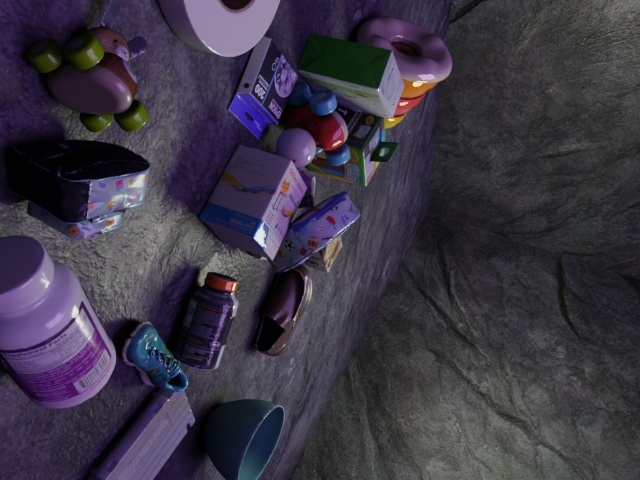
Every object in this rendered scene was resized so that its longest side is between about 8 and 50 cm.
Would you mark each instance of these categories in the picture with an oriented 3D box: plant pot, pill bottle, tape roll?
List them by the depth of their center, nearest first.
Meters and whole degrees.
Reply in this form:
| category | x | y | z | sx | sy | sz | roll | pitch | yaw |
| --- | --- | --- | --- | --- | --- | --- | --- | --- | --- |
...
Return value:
| category | x | y | z | sx | sy | sz | roll | pitch | yaw |
| --- | --- | --- | --- | --- | --- | --- | --- | --- | --- |
| pill bottle | -0.466 | 0.138 | 0.930 | 0.169 | 0.169 | 0.302 | -55 | 154 | -37 |
| tape roll | -0.188 | -0.576 | 1.133 | 0.392 | 0.072 | 0.392 | -53 | 154 | -41 |
| pill bottle | -0.298 | 0.210 | 1.497 | 0.130 | 0.130 | 0.246 | 10 | 99 | -70 |
| plant pot | -0.276 | 0.652 | 1.876 | 0.290 | 0.195 | 0.290 | -52 | 154 | -40 |

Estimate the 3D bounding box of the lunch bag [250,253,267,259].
| category | x | y | z | sx | sy | sz | roll | pitch | yaw |
| --- | --- | --- | --- | --- | --- | --- | --- | --- | --- |
| lunch bag | -0.176 | 0.025 | 1.763 | 0.083 | 0.053 | 0.071 | 9 | 98 | -60 |

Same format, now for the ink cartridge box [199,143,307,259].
| category | x | y | z | sx | sy | sz | roll | pitch | yaw |
| --- | --- | --- | --- | --- | --- | --- | --- | --- | --- |
| ink cartridge box | -0.171 | -0.101 | 1.482 | 0.233 | 0.168 | 0.171 | -65 | 159 | -16 |

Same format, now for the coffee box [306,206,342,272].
| category | x | y | z | sx | sy | sz | roll | pitch | yaw |
| --- | --- | --- | --- | --- | --- | --- | --- | --- | --- |
| coffee box | 0.000 | 0.000 | 2.134 | 0.141 | 0.098 | 0.246 | -62 | 159 | -23 |

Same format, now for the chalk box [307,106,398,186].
| category | x | y | z | sx | sy | sz | roll | pitch | yaw |
| --- | --- | --- | --- | --- | --- | --- | --- | --- | --- |
| chalk box | 0.109 | -0.312 | 1.844 | 0.180 | 0.289 | 0.179 | -59 | 157 | -29 |

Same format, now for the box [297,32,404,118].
| category | x | y | z | sx | sy | sz | roll | pitch | yaw |
| --- | --- | --- | --- | --- | --- | --- | --- | --- | --- |
| box | 0.098 | -0.490 | 1.690 | 0.127 | 0.262 | 0.231 | -70 | 160 | -2 |

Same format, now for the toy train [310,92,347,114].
| category | x | y | z | sx | sy | sz | roll | pitch | yaw |
| --- | --- | --- | --- | --- | --- | --- | --- | --- | --- |
| toy train | 0.018 | -0.428 | 1.753 | 0.158 | 0.036 | 0.027 | 17 | 101 | -31 |

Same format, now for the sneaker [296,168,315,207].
| category | x | y | z | sx | sy | sz | roll | pitch | yaw |
| --- | --- | --- | --- | --- | --- | --- | --- | --- | --- |
| sneaker | -0.112 | -0.111 | 1.646 | 0.282 | 0.161 | 0.102 | -58 | 159 | -27 |

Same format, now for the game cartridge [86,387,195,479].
| category | x | y | z | sx | sy | sz | roll | pitch | yaw |
| --- | --- | --- | --- | --- | --- | --- | --- | --- | --- |
| game cartridge | -0.474 | 0.558 | 1.474 | 0.355 | 0.068 | 0.230 | -54 | 151 | -38 |

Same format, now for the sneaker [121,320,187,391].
| category | x | y | z | sx | sy | sz | roll | pitch | yaw |
| --- | --- | --- | --- | --- | --- | --- | --- | --- | --- |
| sneaker | -0.391 | 0.287 | 1.355 | 0.107 | 0.110 | 0.275 | -59 | 157 | -29 |

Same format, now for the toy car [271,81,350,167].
| category | x | y | z | sx | sy | sz | roll | pitch | yaw |
| --- | --- | --- | --- | --- | --- | --- | --- | --- | --- |
| toy car | -0.064 | -0.288 | 1.595 | 0.238 | 0.210 | 0.219 | -41 | 138 | -22 |

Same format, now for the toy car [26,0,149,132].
| category | x | y | z | sx | sy | sz | roll | pitch | yaw |
| --- | --- | --- | --- | --- | --- | --- | --- | --- | --- |
| toy car | -0.342 | -0.297 | 0.910 | 0.155 | 0.148 | 0.188 | 63 | 38 | -51 |

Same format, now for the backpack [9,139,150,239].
| category | x | y | z | sx | sy | sz | roll | pitch | yaw |
| --- | --- | --- | --- | --- | --- | --- | --- | --- | --- |
| backpack | -0.384 | -0.093 | 0.929 | 0.188 | 0.165 | 0.144 | -36 | 143 | -53 |

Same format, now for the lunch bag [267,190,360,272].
| category | x | y | z | sx | sy | sz | roll | pitch | yaw |
| --- | --- | --- | --- | --- | --- | --- | --- | --- | --- |
| lunch bag | -0.034 | -0.028 | 1.658 | 0.243 | 0.115 | 0.303 | -41 | -171 | -37 |

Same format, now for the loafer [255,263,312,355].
| category | x | y | z | sx | sy | sz | roll | pitch | yaw |
| --- | --- | --- | --- | --- | --- | --- | --- | --- | --- |
| loafer | -0.132 | 0.252 | 1.970 | 0.130 | 0.133 | 0.366 | -8 | 115 | -69 |

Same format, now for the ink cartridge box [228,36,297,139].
| category | x | y | z | sx | sy | sz | roll | pitch | yaw |
| --- | --- | --- | --- | --- | --- | --- | --- | --- | --- |
| ink cartridge box | -0.145 | -0.389 | 1.465 | 0.208 | 0.045 | 0.206 | -68 | 161 | -4 |

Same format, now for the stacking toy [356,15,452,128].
| category | x | y | z | sx | sy | sz | roll | pitch | yaw |
| --- | --- | --- | --- | --- | --- | --- | --- | --- | --- |
| stacking toy | 0.238 | -0.538 | 2.069 | 0.351 | 0.350 | 0.480 | -52 | 171 | -41 |
